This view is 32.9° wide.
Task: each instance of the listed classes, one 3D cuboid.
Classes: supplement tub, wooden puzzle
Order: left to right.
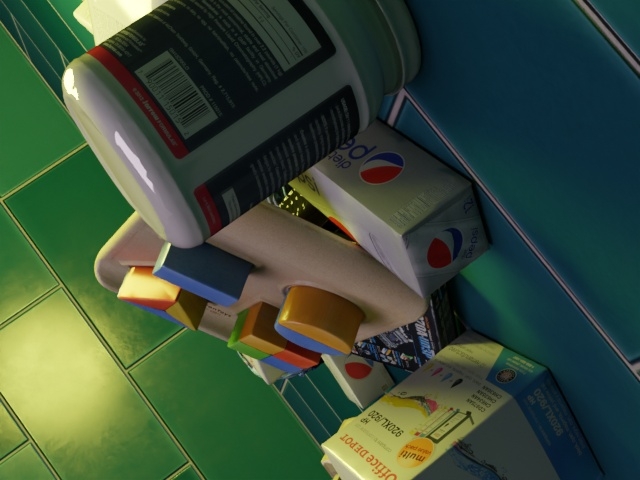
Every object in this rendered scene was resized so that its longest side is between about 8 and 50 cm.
[{"bbox_3d":[-0.068,-0.138,0.954,0.191,0.272,0.191,50,166,17],"label":"supplement tub"},{"bbox_3d":[-0.089,0.066,1.265,0.322,0.080,0.348,26,153,-15],"label":"wooden puzzle"}]

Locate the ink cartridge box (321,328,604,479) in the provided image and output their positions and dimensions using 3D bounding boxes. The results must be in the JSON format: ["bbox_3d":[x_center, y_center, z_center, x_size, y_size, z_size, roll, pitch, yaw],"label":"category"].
[{"bbox_3d":[0.158,0.251,1.238,0.168,0.233,0.171,59,166,-23],"label":"ink cartridge box"}]

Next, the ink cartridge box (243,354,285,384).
[{"bbox_3d":[-0.095,0.037,1.662,0.270,0.197,0.198,47,165,30],"label":"ink cartridge box"}]

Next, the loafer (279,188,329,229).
[{"bbox_3d":[-0.032,0.002,1.374,0.078,0.220,0.080,33,-150,-19],"label":"loafer"}]

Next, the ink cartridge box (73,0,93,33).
[{"bbox_3d":[-0.223,-0.267,1.492,0.160,0.092,0.219,42,178,-42],"label":"ink cartridge box"}]

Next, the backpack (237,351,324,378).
[{"bbox_3d":[-0.064,0.181,1.974,0.158,0.173,0.117,48,166,21],"label":"backpack"}]

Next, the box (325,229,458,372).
[{"bbox_3d":[0.075,0.082,1.337,0.175,0.051,0.220,14,149,24],"label":"box"}]

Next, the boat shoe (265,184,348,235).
[{"bbox_3d":[0.000,0.000,1.436,0.258,0.109,0.089,49,153,-11],"label":"boat shoe"}]

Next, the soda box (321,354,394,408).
[{"bbox_3d":[0.035,0.173,1.827,0.216,0.074,0.069,58,166,-16],"label":"soda box"}]

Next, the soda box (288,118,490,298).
[{"bbox_3d":[0.048,-0.062,1.141,0.286,0.091,0.098,41,162,44],"label":"soda box"}]

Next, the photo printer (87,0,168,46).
[{"bbox_3d":[-0.162,-0.198,1.217,0.307,0.107,0.256,37,140,55],"label":"photo printer"}]

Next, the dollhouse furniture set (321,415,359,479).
[{"bbox_3d":[0.170,0.449,1.744,0.174,0.303,0.355,-21,110,38],"label":"dollhouse furniture set"}]
